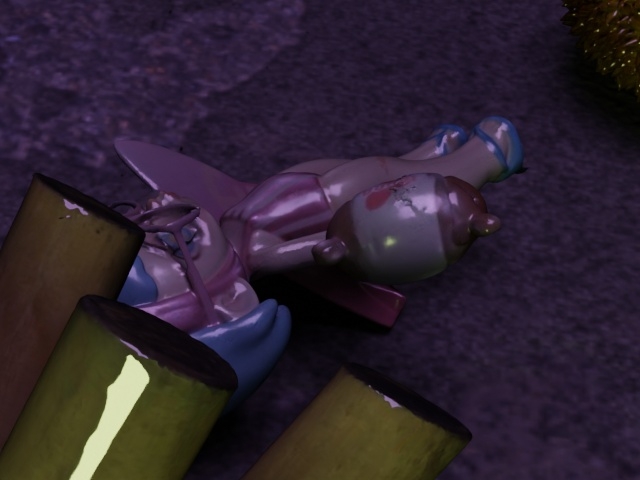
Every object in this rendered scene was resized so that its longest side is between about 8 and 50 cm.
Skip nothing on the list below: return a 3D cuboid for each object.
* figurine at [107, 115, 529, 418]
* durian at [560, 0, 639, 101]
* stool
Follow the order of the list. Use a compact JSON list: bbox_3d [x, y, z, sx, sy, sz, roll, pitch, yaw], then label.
[{"bbox_3d":[-0.002,0.011,0.802,0.260,0.103,0.205,-25,26,-35],"label":"figurine"},{"bbox_3d":[0.207,-0.129,0.977,0.168,0.137,0.158,8,21,-12],"label":"durian"},{"bbox_3d":[-0.100,0.085,0.574,0.272,0.178,0.272,28,3,-2],"label":"stool"}]
